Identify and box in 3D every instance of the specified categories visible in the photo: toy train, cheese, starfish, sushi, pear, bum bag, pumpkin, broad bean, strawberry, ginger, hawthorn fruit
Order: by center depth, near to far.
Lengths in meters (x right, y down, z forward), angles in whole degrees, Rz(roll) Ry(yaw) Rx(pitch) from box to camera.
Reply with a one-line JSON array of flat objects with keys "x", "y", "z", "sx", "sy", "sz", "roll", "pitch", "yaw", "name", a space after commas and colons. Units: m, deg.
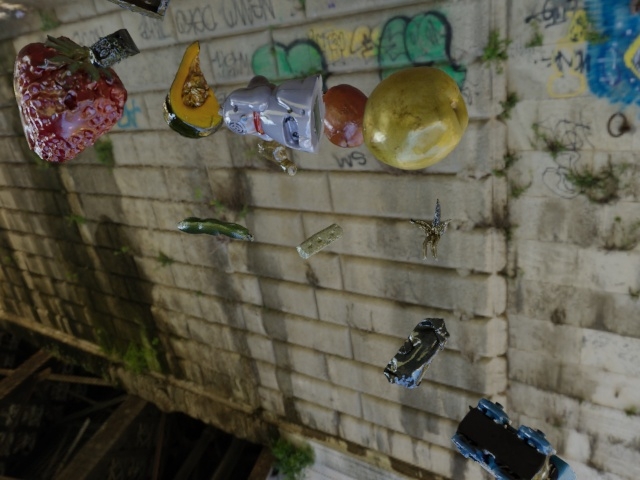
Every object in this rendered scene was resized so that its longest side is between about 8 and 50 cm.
[{"x": -0.452, "y": -0.409, "z": 1.052, "sx": 0.083, "sy": 0.056, "sz": 0.085, "roll": -22, "pitch": -160, "yaw": 14, "name": "sushi"}, {"x": 0.249, "y": -0.027, "z": 1.100, "sx": 0.041, "sy": 0.133, "sz": 0.130, "roll": 19, "pitch": -170, "yaw": -27, "name": "starfish"}, {"x": -0.310, "y": -0.036, "z": 1.394, "sx": 0.254, "sy": 0.065, "sz": 0.046, "roll": 8, "pitch": -120, "yaw": 20, "name": "broad bean"}, {"x": 0.537, "y": 0.607, "z": 1.399, "sx": 0.188, "sy": 0.265, "sz": 0.300, "roll": -50, "pitch": -145, "yaw": -10, "name": "toy train"}, {"x": -0.755, "y": -0.398, "z": 1.466, "sx": 0.317, "sy": 0.345, "sz": 0.295, "roll": 31, "pitch": -150, "yaw": -4, "name": "strawberry"}, {"x": 0.278, "y": -0.361, "z": 1.475, "sx": 0.314, "sy": 0.314, "sz": 0.314, "roll": -8, "pitch": -157, "yaw": 3, "name": "pear"}, {"x": -0.374, "y": -0.459, "z": 1.542, "sx": 0.190, "sy": 0.281, "sz": 0.139, "roll": 24, "pitch": 174, "yaw": -17, "name": "pumpkin"}, {"x": -0.140, "y": -0.300, "z": 1.704, "sx": 0.165, "sy": 0.096, "sz": 0.067, "roll": 37, "pitch": -133, "yaw": -1, "name": "ginger"}, {"x": 0.000, "y": 0.000, "z": 1.773, "sx": 0.194, "sy": 0.065, "sz": 0.043, "roll": -32, "pitch": 169, "yaw": -28, "name": "cheese"}, {"x": 0.072, "y": -0.479, "z": 1.797, "sx": 0.211, "sy": 0.299, "sz": 0.211, "roll": -43, "pitch": 176, "yaw": -4, "name": "hawthorn fruit"}, {"x": 0.375, "y": 0.428, "z": 1.856, "sx": 0.142, "sy": 0.326, "sz": 0.079, "roll": 37, "pitch": -170, "yaw": 12, "name": "bum bag"}]

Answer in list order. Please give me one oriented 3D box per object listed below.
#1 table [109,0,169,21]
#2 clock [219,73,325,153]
[{"x": -0.313, "y": -0.504, "z": 0.807, "sx": 0.172, "sy": 0.169, "sz": 0.193, "roll": 9, "pitch": -138, "yaw": -34, "name": "table"}, {"x": -0.121, "y": -0.314, "z": 1.194, "sx": 0.253, "sy": 0.189, "sz": 0.189, "roll": 10, "pitch": -153, "yaw": 14, "name": "clock"}]
